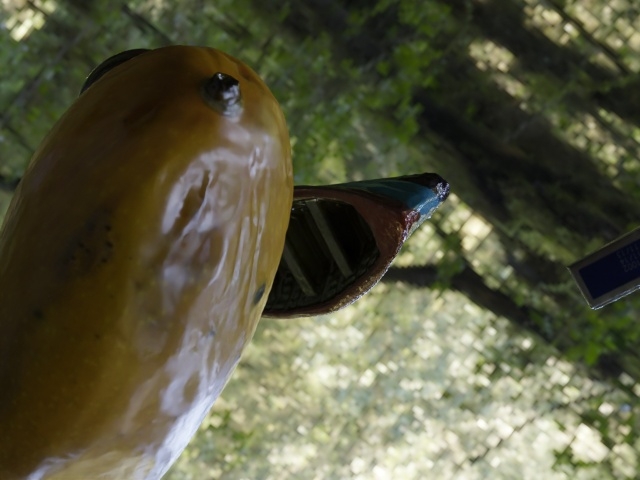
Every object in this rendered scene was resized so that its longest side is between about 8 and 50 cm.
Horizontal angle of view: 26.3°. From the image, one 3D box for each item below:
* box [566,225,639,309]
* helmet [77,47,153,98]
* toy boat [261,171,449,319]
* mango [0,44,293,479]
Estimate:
[{"bbox_3d":[0.464,-0.017,1.709,0.200,0.065,0.343,-31,174,34],"label":"box"},{"bbox_3d":[-0.218,-0.155,1.547,0.175,0.106,0.155,-29,179,20],"label":"helmet"},{"bbox_3d":[0.000,0.000,1.317,0.079,0.136,0.392,-33,-174,-31],"label":"toy boat"},{"bbox_3d":[-0.117,0.050,0.741,0.359,0.144,0.187,-62,-176,29],"label":"mango"}]
